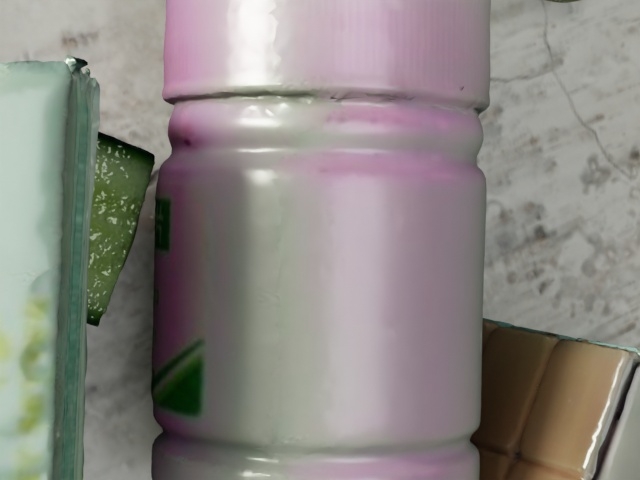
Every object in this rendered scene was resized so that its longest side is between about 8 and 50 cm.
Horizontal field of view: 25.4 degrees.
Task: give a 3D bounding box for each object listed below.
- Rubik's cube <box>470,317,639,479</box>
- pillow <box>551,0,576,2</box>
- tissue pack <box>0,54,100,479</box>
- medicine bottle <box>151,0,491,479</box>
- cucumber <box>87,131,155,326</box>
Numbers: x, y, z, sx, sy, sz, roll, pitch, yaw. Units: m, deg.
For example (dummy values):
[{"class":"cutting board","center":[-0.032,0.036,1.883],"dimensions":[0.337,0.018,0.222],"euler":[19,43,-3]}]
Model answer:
[{"class":"Rubik's cube","center":[0.186,0.197,0.983],"dimensions":[0.231,0.224,0.221],"euler":[25,81,-27]},{"class":"pillow","center":[0.035,-0.278,0.924],"dimensions":[0.322,0.120,0.255],"euler":[0,63,-28]},{"class":"tissue pack","center":[-0.268,0.094,0.753],"dimensions":[0.287,0.162,0.388],"euler":[2,92,-7]},{"class":"medicine bottle","center":[0.000,0.000,0.891],"dimensions":[0.212,0.212,0.326],"euler":[0,93,-27]},{"class":"cucumber","center":[-0.171,-0.018,0.886],"dimensions":[0.115,0.062,0.116],"euler":[19,87,-25]}]
